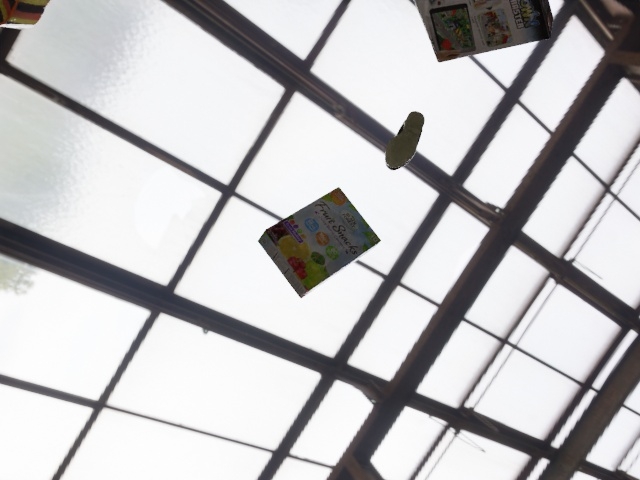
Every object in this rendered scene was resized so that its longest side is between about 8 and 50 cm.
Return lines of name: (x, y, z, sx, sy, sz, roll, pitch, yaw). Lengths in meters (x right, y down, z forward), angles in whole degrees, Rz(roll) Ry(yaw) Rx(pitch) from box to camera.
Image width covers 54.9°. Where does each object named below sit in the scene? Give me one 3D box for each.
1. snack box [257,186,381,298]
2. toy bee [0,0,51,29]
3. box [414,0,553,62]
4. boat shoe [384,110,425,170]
snack box: (0.000, 0.000, 0.839, 0.141, 0.100, 0.037, -32, 172, -33)
toy bee: (-0.412, -0.411, 0.895, 0.162, 0.195, 0.298, 49, -40, 12)
box: (0.128, -0.261, 0.548, 0.114, 0.207, 0.036, -4, -129, 31)
boat shoe: (0.145, -0.168, 1.075, 0.137, 0.049, 0.043, -62, 179, -31)
